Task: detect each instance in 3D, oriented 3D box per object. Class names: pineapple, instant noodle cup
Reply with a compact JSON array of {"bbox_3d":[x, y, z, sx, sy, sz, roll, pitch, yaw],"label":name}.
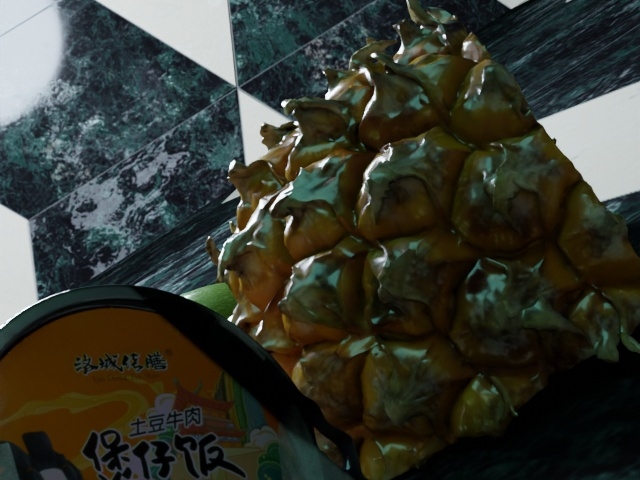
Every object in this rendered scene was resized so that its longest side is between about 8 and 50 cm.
[{"bbox_3d":[-0.003,0.002,0.721,0.286,0.209,0.344,-32,10,2],"label":"pineapple"},{"bbox_3d":[-0.099,0.124,0.575,0.125,0.208,0.178,-43,37,47],"label":"instant noodle cup"}]

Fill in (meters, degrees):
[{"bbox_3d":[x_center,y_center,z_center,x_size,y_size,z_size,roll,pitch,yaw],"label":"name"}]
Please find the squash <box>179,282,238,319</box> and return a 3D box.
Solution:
[{"bbox_3d":[-0.158,0.126,0.936,0.378,0.101,0.101,-31,9,-1],"label":"squash"}]
